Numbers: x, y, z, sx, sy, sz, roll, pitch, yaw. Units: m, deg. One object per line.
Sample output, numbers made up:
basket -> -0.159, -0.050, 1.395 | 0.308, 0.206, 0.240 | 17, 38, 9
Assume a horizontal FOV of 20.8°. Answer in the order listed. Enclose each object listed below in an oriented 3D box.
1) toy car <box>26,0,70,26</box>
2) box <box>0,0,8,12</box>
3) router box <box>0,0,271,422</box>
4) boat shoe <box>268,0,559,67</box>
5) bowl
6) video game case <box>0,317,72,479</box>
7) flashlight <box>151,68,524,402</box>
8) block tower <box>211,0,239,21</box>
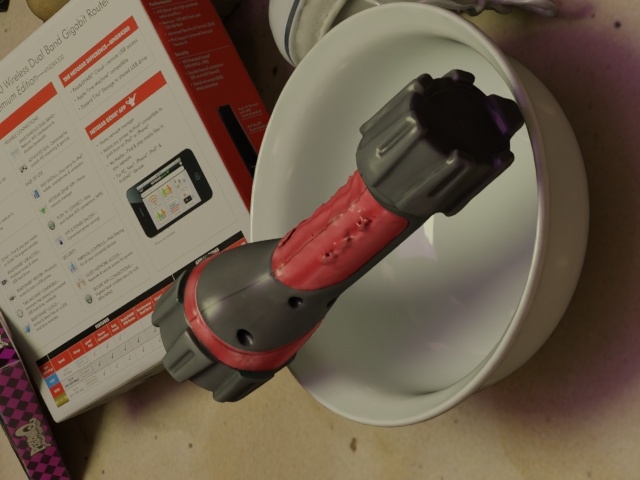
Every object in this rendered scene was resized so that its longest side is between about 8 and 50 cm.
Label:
toy car -> -0.262, -0.264, 1.682 | 0.149, 0.155, 0.188 | 23, 136, 10
box -> -0.412, -0.383, 1.848 | 0.142, 0.163, 0.247 | 22, 103, 47
router box -> -0.176, -0.039, 1.512 | 0.335, 0.082, 0.301 | -30, 84, 41
boat shoe -> 0.112, -0.216, 1.253 | 0.367, 0.136, 0.156 | -43, 58, 27
bowl -> 0.090, -0.014, 1.243 | 0.298, 0.134, 0.297 | -7, 81, 49
video game case -> -0.313, 0.117, 1.681 | 0.210, 0.042, 0.232 | 55, 164, 38
flashlight -> 0.000, 0.000, 1.158 | 0.304, 0.103, 0.103 | -43, 22, 44
block tower -> -0.168, -0.200, 1.600 | 0.335, 0.097, 0.091 | -47, 53, 39
